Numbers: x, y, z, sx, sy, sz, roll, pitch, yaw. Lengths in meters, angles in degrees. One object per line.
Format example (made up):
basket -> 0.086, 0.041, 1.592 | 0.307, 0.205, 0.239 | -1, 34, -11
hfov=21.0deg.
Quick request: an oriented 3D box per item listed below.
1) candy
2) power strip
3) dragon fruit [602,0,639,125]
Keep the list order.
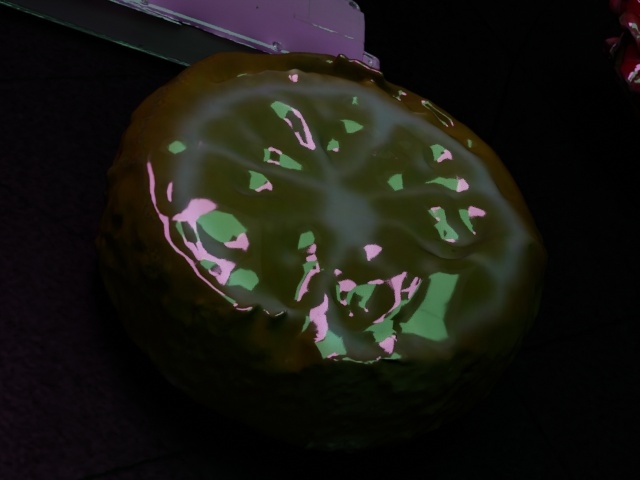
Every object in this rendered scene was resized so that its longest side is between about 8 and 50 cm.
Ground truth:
candy -> 0.000, 0.000, 0.976 | 0.259, 0.118, 0.260 | 15, 41, -13
power strip -> -0.094, -0.164, 1.169 | 0.278, 0.037, 0.109 | 18, 38, -12
dragon fruit -> 0.343, -0.118, 1.282 | 0.273, 0.198, 0.218 | 44, 21, -20
